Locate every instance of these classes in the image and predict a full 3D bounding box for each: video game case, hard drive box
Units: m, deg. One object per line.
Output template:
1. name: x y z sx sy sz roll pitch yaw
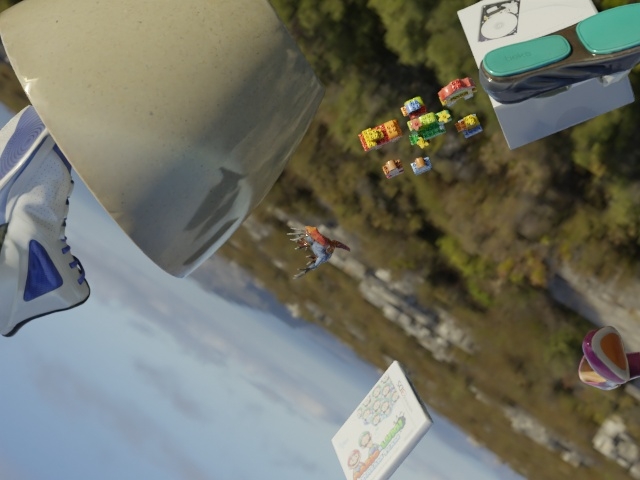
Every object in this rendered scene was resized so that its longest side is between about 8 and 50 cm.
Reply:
1. video game case: 0.082 0.263 1.627 0.019 0.157 0.143 29 -163 -27
2. hard drive box: 0.310 -0.258 1.653 0.232 0.181 0.089 -102 -14 -45

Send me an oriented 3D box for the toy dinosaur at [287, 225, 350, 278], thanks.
1. toy dinosaur: 0.000 0.000 1.157 0.047 0.090 0.082 64 154 1

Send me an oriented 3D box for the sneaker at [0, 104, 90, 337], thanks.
1. sneaker: -0.372 -0.008 1.544 0.182 0.315 0.127 31 173 -38

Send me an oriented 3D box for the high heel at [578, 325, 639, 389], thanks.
1. high heel: 0.403 0.180 1.759 0.117 0.082 0.244 -16 166 28

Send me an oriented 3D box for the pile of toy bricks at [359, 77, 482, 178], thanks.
1. pile of toy bricks: 0.171 -0.187 1.965 0.105 0.212 0.118 39 -152 -76

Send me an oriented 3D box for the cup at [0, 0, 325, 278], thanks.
1. cup: -0.136 -0.160 1.235 0.331 0.237 0.331 57 -177 -5

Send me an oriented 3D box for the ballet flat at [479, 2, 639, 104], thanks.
1. ballet flat: 0.259 -0.182 1.189 0.074 0.203 0.074 -16 -90 -86
